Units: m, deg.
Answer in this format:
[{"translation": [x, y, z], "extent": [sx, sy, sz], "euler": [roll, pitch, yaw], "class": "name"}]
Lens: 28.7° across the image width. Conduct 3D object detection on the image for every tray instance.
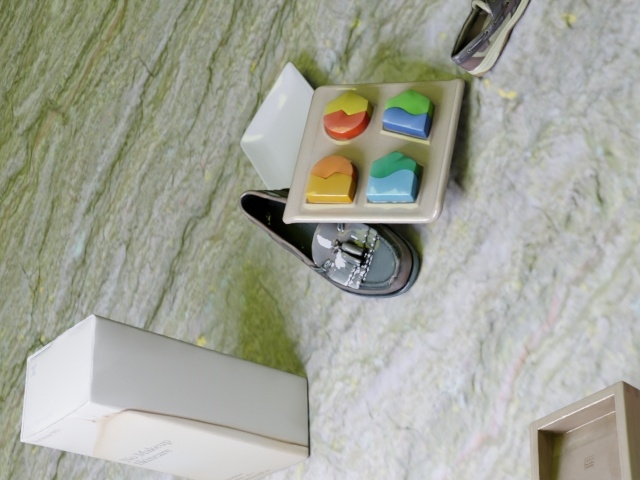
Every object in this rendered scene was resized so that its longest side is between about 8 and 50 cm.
[{"translation": [-0.022, -0.119, 1.678], "extent": [0.145, 0.030, 0.270], "euler": [-56, 37, 19], "class": "tray"}]

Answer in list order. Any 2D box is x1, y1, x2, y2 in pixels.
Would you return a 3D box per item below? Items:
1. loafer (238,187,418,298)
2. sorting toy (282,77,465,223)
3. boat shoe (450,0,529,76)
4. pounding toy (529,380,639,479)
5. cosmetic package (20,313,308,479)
[{"translation": [0.000, 0.000, 1.512], "extent": [0.267, 0.084, 0.096], "euler": [26, 98, 45], "class": "loafer"}, {"translation": [0.059, -0.109, 1.472], "extent": [0.208, 0.038, 0.193], "euler": [-2, 61, 28], "class": "sorting toy"}, {"translation": [0.197, -0.264, 1.432], "extent": [0.056, 0.049, 0.152], "euler": [27, 96, 55], "class": "boat shoe"}, {"translation": [0.253, 0.225, 1.103], "extent": [0.130, 0.100, 0.141], "euler": [-35, 38, 39], "class": "pounding toy"}, {"translation": [-0.180, 0.200, 1.496], "extent": [0.160, 0.309, 0.113], "euler": [-32, 50, 42], "class": "cosmetic package"}]
